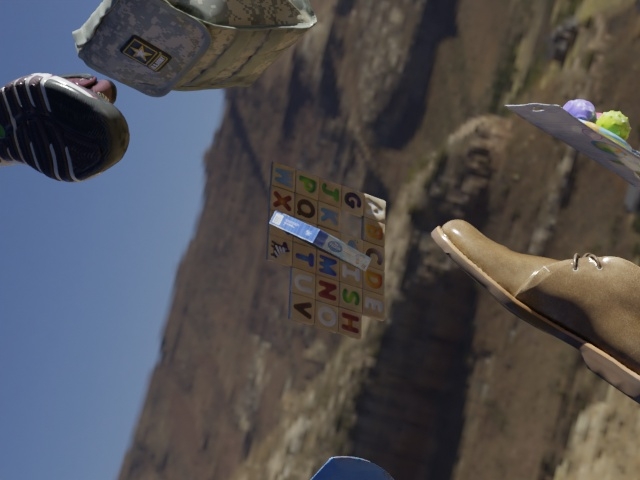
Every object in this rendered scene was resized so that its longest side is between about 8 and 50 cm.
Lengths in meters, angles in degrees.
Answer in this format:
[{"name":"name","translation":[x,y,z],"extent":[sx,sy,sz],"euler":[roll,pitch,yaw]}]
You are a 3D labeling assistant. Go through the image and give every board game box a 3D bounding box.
[{"name":"board game box","translation":[0.018,0.328,1.605],"extent":[0.168,0.133,0.033],"euler":[-48,18,1]},{"name":"board game box","translation":[0.000,0.000,1.587],"extent":[0.090,0.090,0.020],"euler":[25,86,51]}]

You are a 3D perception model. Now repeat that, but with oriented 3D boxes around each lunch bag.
[{"name":"lunch bag","translation":[-0.190,-0.317,1.970],"extent":[0.235,0.287,0.169],"euler":[-34,68,55]}]

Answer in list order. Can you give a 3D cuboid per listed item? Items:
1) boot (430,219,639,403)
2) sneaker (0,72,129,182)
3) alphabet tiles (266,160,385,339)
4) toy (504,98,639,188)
[{"name":"boot","translation":[0.258,0.049,1.417],"extent":[0.115,0.305,0.112],"euler":[-59,-15,8]},{"name":"sneaker","translation":[-0.249,-0.134,1.391],"extent":[0.162,0.281,0.106],"euler":[-27,-66,-41]},{"name":"alphabet tiles","translation":[0.010,0.018,1.945],"extent":[0.009,0.198,0.237],"euler":[-35,45,48]},{"name":"toy","translation":[0.371,-0.136,1.779],"extent":[0.056,0.237,0.137],"euler":[-62,21,-7]}]
